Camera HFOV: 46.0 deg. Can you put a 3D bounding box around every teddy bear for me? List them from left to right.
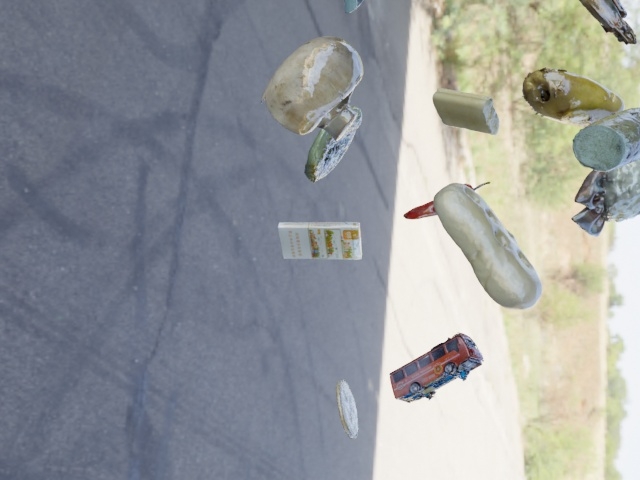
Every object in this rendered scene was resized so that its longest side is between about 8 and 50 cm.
[{"bbox_3d":[0.849,-0.140,1.835,0.362,0.376,0.327,-54,148,-37],"label":"teddy bear"}]

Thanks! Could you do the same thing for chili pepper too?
[{"bbox_3d":[0.371,-0.111,2.183,0.071,0.272,0.063,-153,-140,-84],"label":"chili pepper"}]

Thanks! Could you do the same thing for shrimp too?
[{"bbox_3d":[0.648,-0.527,1.695,0.144,0.052,0.250,-6,62,-33],"label":"shrimp"}]

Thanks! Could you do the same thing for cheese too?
[{"bbox_3d":[0.437,0.007,2.031,0.328,0.130,0.351,41,22,-27],"label":"cheese"}]

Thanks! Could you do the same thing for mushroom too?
[{"bbox_3d":[0.012,-0.329,1.595,0.195,0.189,0.253,41,37,-4],"label":"mushroom"}]

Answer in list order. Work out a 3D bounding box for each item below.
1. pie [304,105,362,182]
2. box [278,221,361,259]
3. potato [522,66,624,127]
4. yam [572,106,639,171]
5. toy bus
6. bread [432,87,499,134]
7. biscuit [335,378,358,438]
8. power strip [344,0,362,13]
[{"bbox_3d":[0.032,-0.263,2.072,0.240,0.054,0.240,-51,168,-16],"label":"pie"},{"bbox_3d":[0.000,0.001,2.070,0.032,0.221,0.122,-79,167,-48],"label":"box"},{"bbox_3d":[0.711,-0.397,2.129,0.173,0.301,0.140,-146,-106,-77],"label":"potato"},{"bbox_3d":[0.579,-0.196,1.465,0.194,0.107,0.107,-21,110,-40],"label":"yam"},{"bbox_3d":[0.271,0.305,1.781,0.074,0.235,0.096,25,37,-44],"label":"toy bus"},{"bbox_3d":[0.416,-0.369,2.152,0.060,0.178,0.139,-56,140,-16],"label":"bread"},{"bbox_3d":[0.069,0.426,1.905,0.152,0.020,0.152,-16,90,-77],"label":"biscuit"},{"bbox_3d":[0.030,-0.629,1.696,0.216,0.044,0.137,45,57,-29],"label":"power strip"}]
